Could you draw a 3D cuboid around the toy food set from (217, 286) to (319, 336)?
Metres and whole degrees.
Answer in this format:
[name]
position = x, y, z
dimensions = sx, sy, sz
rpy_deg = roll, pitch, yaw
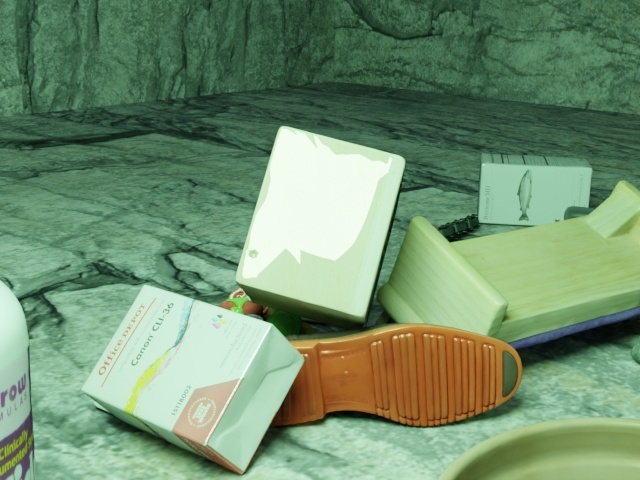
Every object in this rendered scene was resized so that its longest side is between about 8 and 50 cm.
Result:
[toy food set]
position = -0.071, 0.080, 1.119
dimensions = 0.128, 0.071, 0.218
rpy_deg = 7, 16, 20

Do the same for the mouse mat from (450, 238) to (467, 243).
[mouse mat]
position = 0.261, 0.026, 1.472
dimensions = 0.153, 0.007, 0.189
rpy_deg = 3, 14, 9

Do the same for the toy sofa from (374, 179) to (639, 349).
[toy sofa]
position = 0.246, 0.062, 1.128
dimensions = 0.362, 0.177, 0.150
rpy_deg = -9, 43, -35

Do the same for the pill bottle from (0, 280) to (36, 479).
[pill bottle]
position = -0.242, 0.109, 0.550
dimensions = 0.169, 0.301, 0.169
rpy_deg = 1, 15, 0

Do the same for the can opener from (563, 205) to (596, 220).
[can opener]
position = 0.497, 0.008, 1.476
dimensions = 0.283, 0.076, 0.095
rpy_deg = 9, -15, 27

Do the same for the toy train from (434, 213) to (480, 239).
[toy train]
position = 0.207, -0.019, 1.581
dimensions = 0.036, 0.027, 0.158
rpy_deg = -12, 3, 31

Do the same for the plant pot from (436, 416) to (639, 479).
[plant pot]
position = 0.178, 0.206, 0.573
dimensions = 0.237, 0.109, 0.237
rpy_deg = -3, 20, 1

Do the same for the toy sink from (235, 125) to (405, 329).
[toy sink]
position = 0.000, 0.000, 1.012
dimensions = 0.131, 0.153, 0.234
rpy_deg = 15, -8, 5

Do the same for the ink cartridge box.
[ink cartridge box]
position = -0.127, 0.113, 0.889
dimensions = 0.198, 0.115, 0.067
rpy_deg = 12, -26, 38

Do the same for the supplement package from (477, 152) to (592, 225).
[supplement package]
position = 0.355, -0.084, 1.698
dimensions = 0.179, 0.105, 0.105
rpy_deg = 3, 15, 7

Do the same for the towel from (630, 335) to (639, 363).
[towel]
position = 0.469, 0.020, 0.960
dimensions = 0.056, 0.324, 0.312
rpy_deg = 35, -4, -14

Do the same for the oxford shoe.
[oxford shoe]
position = 0.051, 0.116, 0.957
dimensions = 0.271, 0.097, 0.098
rpy_deg = 1, 9, -2
